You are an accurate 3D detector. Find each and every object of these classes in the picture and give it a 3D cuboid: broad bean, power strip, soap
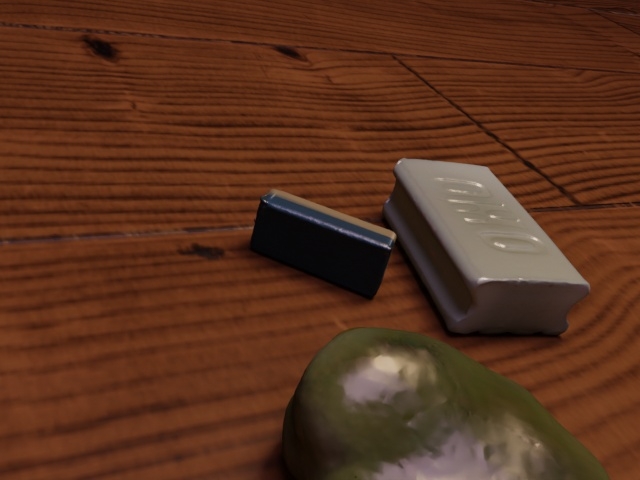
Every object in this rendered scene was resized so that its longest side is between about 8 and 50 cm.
[{"bbox_3d":[0.075,0.139,0.390,0.169,0.100,0.228,-14,55,-26],"label":"broad bean"},{"bbox_3d":[0.000,0.000,0.593,0.123,0.056,0.032,21,34,9],"label":"power strip"},{"bbox_3d":[0.143,0.001,0.645,0.119,0.066,0.198,4,34,-21],"label":"soap"}]
